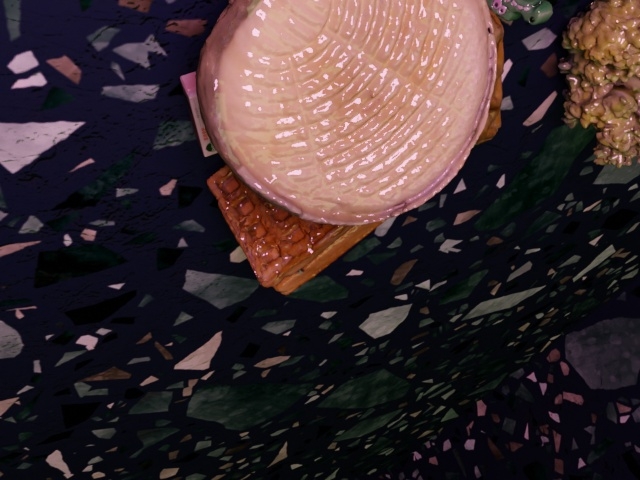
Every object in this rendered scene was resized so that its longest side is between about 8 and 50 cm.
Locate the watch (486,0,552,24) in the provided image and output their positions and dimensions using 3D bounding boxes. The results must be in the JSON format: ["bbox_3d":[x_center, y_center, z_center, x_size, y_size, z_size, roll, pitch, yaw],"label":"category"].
[{"bbox_3d":[0.303,-0.392,0.943,0.152,0.131,0.165,-34,150,-27],"label":"watch"}]

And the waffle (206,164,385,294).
[{"bbox_3d":[-0.001,-0.092,1.038,0.308,0.212,0.091,-37,157,11],"label":"waffle"}]

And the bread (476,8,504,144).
[{"bbox_3d":[0.195,-0.243,1.037,0.152,0.129,0.267,2,151,13],"label":"bread"}]

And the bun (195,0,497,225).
[{"bbox_3d":[0.025,-0.209,0.858,0.364,0.202,0.364,-6,115,-12],"label":"bun"}]

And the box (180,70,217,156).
[{"bbox_3d":[-0.136,-0.182,0.963,0.089,0.043,0.125,-21,149,-12],"label":"box"}]

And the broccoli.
[{"bbox_3d":[0.558,-0.288,1.114,0.293,0.280,0.348,-26,150,-1],"label":"broccoli"}]
